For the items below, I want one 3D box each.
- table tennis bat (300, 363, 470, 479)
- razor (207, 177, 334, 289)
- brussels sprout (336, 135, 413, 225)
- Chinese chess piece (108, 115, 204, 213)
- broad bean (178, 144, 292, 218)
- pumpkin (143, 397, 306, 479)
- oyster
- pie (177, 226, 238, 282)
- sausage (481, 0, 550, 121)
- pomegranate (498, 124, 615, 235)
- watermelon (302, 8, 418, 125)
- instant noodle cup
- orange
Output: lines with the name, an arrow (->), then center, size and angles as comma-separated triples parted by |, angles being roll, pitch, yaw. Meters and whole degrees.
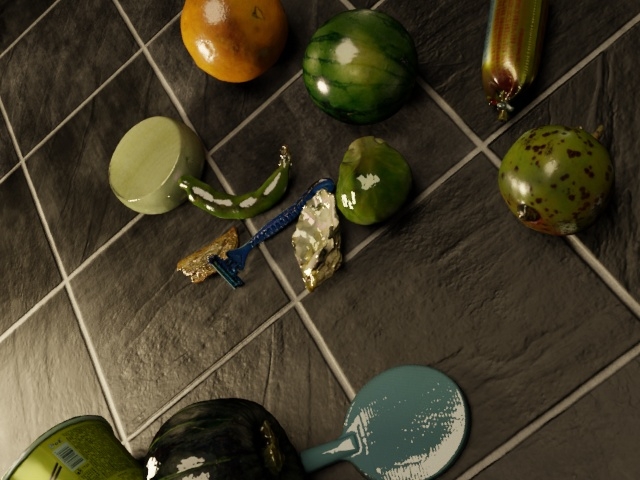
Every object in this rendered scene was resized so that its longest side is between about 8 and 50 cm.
table tennis bat -> 0.114, 0.349, 1.378 | 0.329, 0.044, 0.215 | -26, 59, 16
razor -> -0.100, -0.032, 1.672 | 0.324, 0.093, 0.056 | -40, 19, 4
brussels sprout -> 0.109, -0.119, 1.536 | 0.161, 0.144, 0.180 | -21, 66, 62
Chinese chess piece -> -0.406, -0.186, 1.887 | 0.251, 0.101, 0.250 | -12, 63, 25
broad bean -> -0.188, -0.117, 1.742 | 0.292, 0.049, 0.144 | -14, 82, 18
pumpkin -> -0.167, 0.432, 1.331 | 0.241, 0.323, 0.323 | -27, 57, 16
oyster -> 0.005, -0.008, 1.586 | 0.133, 0.072, 0.209 | -36, 44, 29
pie -> -0.253, 0.042, 1.738 | 0.170, 0.034, 0.092 | -30, 54, 9
sausage -> 0.387, -0.382, 1.505 | 0.125, 0.117, 0.317 | -6, 66, 44
pomegranate -> 0.417, -0.117, 1.339 | 0.198, 0.198, 0.246 | -15, 26, 24
watermelon -> 0.084, -0.363, 1.598 | 0.243, 0.242, 0.242 | -12, 63, 25
instant noodle cup -> -0.457, 0.533, 1.491 | 0.222, 0.311, 0.311 | 29, 85, 27
orange -> -0.206, -0.513, 1.825 | 0.261, 0.261, 0.260 | -12, 63, 25
